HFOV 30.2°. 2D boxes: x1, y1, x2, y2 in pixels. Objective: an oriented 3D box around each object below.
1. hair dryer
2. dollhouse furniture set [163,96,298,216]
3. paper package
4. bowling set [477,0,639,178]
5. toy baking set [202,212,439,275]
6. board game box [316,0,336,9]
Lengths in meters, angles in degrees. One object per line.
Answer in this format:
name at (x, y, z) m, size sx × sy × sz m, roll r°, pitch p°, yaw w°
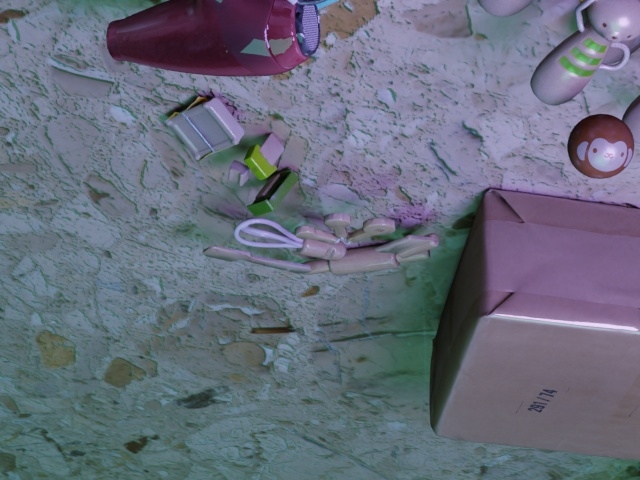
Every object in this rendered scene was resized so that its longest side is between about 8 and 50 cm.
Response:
hair dryer at (-0.085, -0.232, 0.983) m, size 0.223 × 0.080 × 0.293 m, roll 38°, pitch 133°, yaw -14°
dollhouse furniture set at (-0.089, -0.102, 1.283) m, size 0.076 × 0.058 × 0.152 m, roll -18°, pitch 120°, yaw 44°
paper package at (0.303, 0.112, 1.388) m, size 0.309 × 0.168 × 0.325 m, roll 7°, pitch 145°, yaw -1°
bowling set at (0.275, -0.156, 0.981) m, size 0.287 × 0.200 × 0.154 m, roll 16°, pitch 144°, yaw -18°
toy baking set at (0.004, 0.002, 1.368) m, size 0.256 × 0.030 × 0.197 m, roll -9°, pitch 159°, yaw 26°
board game box at (-0.069, -0.272, 1.005) m, size 0.160 × 0.047 × 0.210 m, roll -17°, pitch 138°, yaw 32°
